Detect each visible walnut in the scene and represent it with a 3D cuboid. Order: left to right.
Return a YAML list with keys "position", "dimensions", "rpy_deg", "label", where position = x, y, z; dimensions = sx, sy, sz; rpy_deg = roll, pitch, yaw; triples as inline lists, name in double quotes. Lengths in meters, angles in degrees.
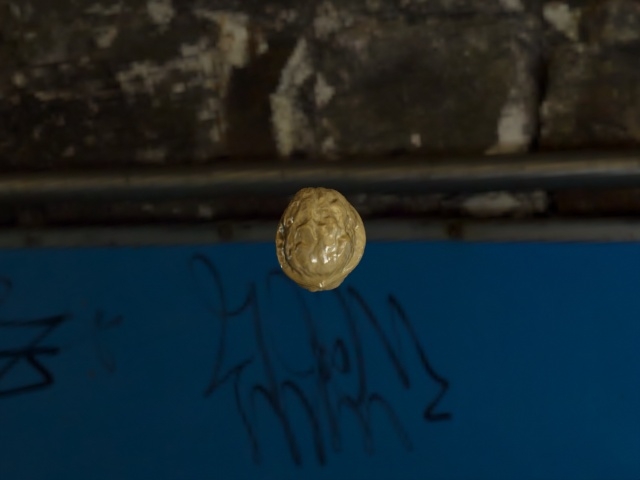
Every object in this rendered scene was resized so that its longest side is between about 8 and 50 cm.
- position: [0.000, 0.000, 1.127]
  dimensions: [0.083, 0.096, 0.079]
  rpy_deg: [-2, 153, 2]
  label: "walnut"
